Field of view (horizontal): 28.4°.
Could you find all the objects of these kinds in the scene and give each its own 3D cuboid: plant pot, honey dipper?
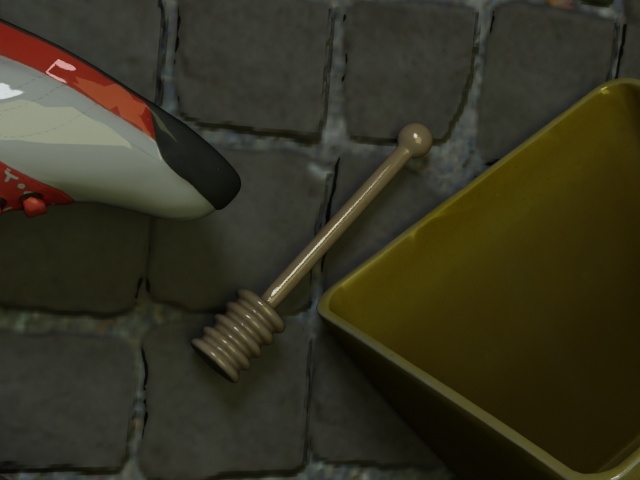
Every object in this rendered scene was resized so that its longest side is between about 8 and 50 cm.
[{"bbox_3d":[0.163,0.071,0.607,0.212,0.212,0.187,-36,122,-15],"label":"plant pot"},{"bbox_3d":[0.000,0.000,0.615,0.030,0.030,0.160,46,75,-20],"label":"honey dipper"}]

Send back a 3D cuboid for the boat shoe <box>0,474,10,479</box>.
[{"bbox_3d":[-0.184,0.090,0.496,0.335,0.112,0.095,48,57,-34],"label":"boat shoe"}]

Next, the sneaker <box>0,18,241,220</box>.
[{"bbox_3d":[-0.176,-0.031,0.505,0.270,0.090,0.145,28,86,-20],"label":"sneaker"}]
